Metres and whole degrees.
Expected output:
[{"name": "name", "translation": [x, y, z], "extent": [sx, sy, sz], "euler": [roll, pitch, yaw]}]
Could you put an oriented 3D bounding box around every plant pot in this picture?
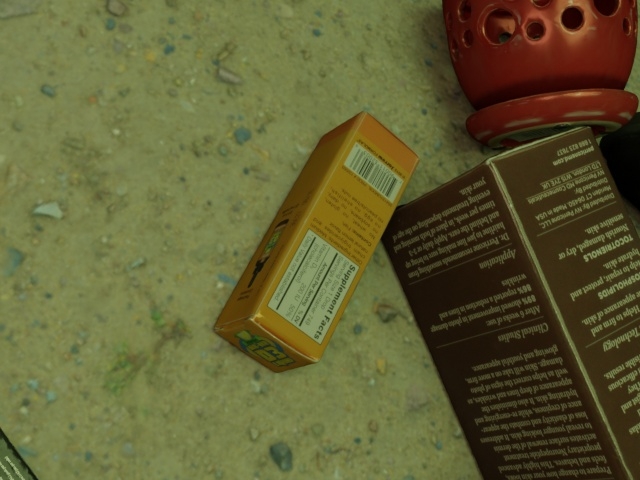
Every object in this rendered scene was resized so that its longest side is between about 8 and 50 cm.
[{"name": "plant pot", "translation": [0.224, -0.187, 1.011], "extent": [0.191, 0.191, 0.174], "euler": [-4, 85, -29]}]

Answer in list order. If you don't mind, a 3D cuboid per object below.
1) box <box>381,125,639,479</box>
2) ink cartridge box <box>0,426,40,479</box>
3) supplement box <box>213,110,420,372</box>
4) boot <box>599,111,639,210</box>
[{"name": "box", "translation": [0.216, 0.110, 0.912], "extent": [0.143, 0.191, 0.381], "euler": [-19, 85, -32]}, {"name": "ink cartridge box", "translation": [-0.212, 0.245, 0.722], "extent": [0.097, 0.046, 0.207], "euler": [-38, 95, -31]}, {"name": "supplement box", "translation": [0.000, 0.000, 0.893], "extent": [0.080, 0.078, 0.233], "euler": [39, 61, -17]}, {"name": "boot", "translation": [0.424, 0.039, 1.081], "extent": [0.348, 0.131, 0.260], "euler": [30, 63, -19]}]
